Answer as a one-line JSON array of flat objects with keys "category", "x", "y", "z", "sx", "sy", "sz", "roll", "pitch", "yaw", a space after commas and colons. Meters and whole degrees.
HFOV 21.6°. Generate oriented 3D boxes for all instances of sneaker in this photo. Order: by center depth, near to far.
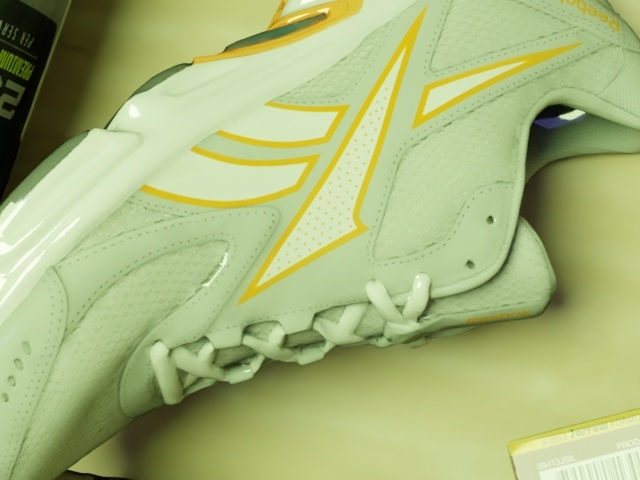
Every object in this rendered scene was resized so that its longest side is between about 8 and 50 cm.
[{"category": "sneaker", "x": 0.000, "y": 0.000, "z": 0.488, "sx": 0.121, "sy": 0.099, "sz": 0.262, "roll": 44, "pitch": 74, "yaw": 9}]

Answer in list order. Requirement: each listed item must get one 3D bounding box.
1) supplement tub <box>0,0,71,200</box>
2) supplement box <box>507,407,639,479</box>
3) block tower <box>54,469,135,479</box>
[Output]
[{"category": "supplement tub", "x": -0.212, "y": -0.010, "z": 0.528, "sx": 0.207, "sy": 0.207, "sz": 0.338, "roll": 19, "pitch": 89, "yaw": 19}, {"category": "supplement box", "x": 0.090, "y": 0.073, "z": 0.487, "sx": 0.055, "sy": 0.083, "sz": 0.043, "roll": -17, "pitch": 79, "yaw": 15}, {"category": "block tower", "x": 0.051, "y": 0.145, "z": 0.487, "sx": 0.335, "sy": 0.091, "sz": 0.097, "roll": 10, "pitch": 85, "yaw": 18}]
